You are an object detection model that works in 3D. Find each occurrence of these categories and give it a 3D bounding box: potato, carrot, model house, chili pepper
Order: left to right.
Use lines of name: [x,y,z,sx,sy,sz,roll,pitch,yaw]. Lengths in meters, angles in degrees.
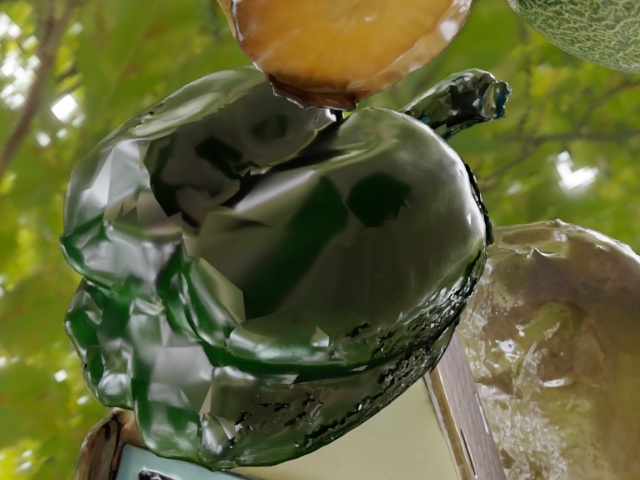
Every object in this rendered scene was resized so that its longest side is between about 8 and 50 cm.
carrot: [-0.027,-0.162,0.767,0.102,0.102,0.263,12,-147,-33]
model house: [-0.011,0.167,1.076,0.244,0.169,0.326,15,-82,4]
chili pepper: [0.000,0.000,0.928,0.261,0.173,0.165,-31,-51,-49]
potato: [0.192,0.114,1.416,0.288,0.237,0.301,11,-133,0]

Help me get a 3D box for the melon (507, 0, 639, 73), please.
melon: [0.152,-0.134,0.770,0.139,0.192,0.139,11,-106,-44]
